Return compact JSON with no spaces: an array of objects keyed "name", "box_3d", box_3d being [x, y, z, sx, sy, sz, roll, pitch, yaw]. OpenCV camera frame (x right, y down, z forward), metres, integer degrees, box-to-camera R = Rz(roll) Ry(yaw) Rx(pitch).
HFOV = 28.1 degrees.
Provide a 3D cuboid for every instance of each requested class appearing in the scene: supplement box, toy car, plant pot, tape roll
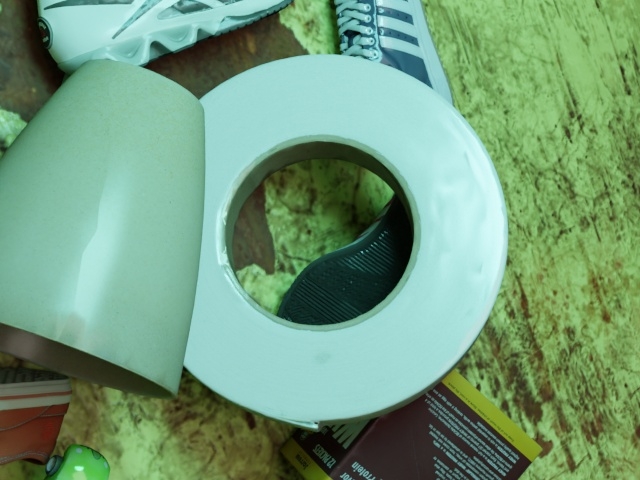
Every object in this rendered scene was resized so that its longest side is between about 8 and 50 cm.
[{"name":"supplement box","box_3d":[0.099,0.234,1.431,0.191,0.129,0.194,42,86,-23]},{"name":"toy car","box_3d":[-0.279,0.295,1.210,0.239,0.053,0.225,36,91,-26]},{"name":"plant pot","box_3d":[-0.212,-0.020,1.205,0.256,0.256,0.274,27,73,-28]},{"name":"tape roll","box_3d":[0.000,0.000,1.331,0.392,0.072,0.392,-1,78,3]}]

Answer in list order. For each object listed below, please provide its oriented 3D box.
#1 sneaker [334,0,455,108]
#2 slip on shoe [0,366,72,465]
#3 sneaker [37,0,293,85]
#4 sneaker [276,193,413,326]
[{"name":"sneaker","box_3d":[0.046,-0.231,1.492,0.153,0.099,0.282,-34,107,-33]},{"name":"slip on shoe","box_3d":[-0.359,0.176,1.146,0.331,0.123,0.101,2,94,-55]},{"name":"sneaker","box_3d":[-0.148,-0.276,1.355,0.330,0.122,0.146,-27,102,-32]},{"name":"sneaker","box_3d":[0.082,0.019,1.483,0.295,0.178,0.124,-42,79,10]}]
